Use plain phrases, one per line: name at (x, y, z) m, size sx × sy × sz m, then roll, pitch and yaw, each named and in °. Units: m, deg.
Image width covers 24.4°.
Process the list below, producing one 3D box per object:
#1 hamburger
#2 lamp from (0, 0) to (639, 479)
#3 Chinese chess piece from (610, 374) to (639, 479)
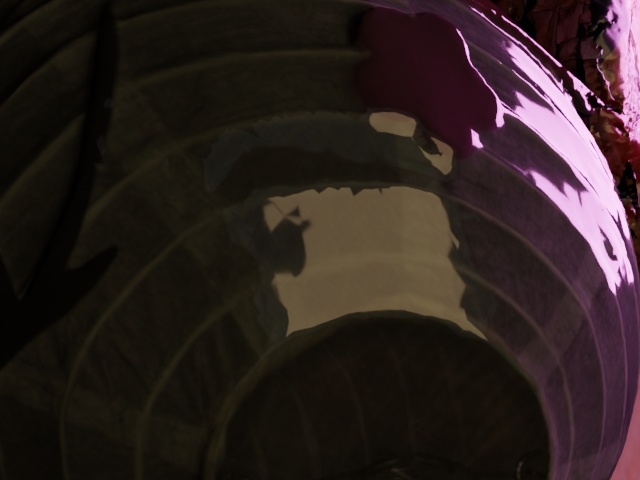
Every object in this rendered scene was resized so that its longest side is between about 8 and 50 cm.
hamburger at (0.157, -0.075, 0.768) m, size 0.231 × 0.107 × 0.231 m, roll 7°, pitch 80°, yaw -49°
lamp at (-0.026, 0.011, 0.461) m, size 0.265 × 0.233 × 0.233 m, roll 12°, pitch 80°, yaw -32°
Chinese chess piece at (0.079, 0.140, 0.675) m, size 0.250 × 0.103 × 0.250 m, roll 0°, pitch 90°, yaw -51°
